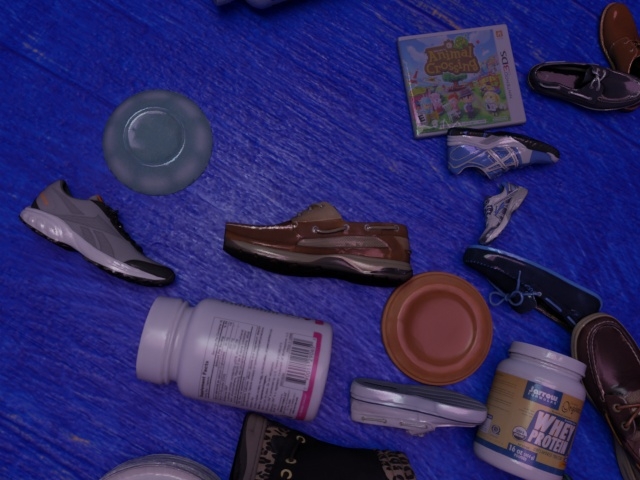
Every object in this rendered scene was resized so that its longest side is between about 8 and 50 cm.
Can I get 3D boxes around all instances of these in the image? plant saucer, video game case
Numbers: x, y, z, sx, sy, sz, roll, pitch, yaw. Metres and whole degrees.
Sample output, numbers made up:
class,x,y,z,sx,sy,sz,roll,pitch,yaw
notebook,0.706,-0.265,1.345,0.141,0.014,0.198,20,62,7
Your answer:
class,x,y,z,sx,sy,sz,roll,pitch,yaw
plant saucer,-0.287,-0.177,1.062,0.194,0.037,0.195,0,82,-4
plant saucer,0.206,0.152,1.057,0.199,0.037,0.200,1,83,-5
video game case,0.260,-0.295,1.125,0.212,0.023,0.194,-9,83,-5

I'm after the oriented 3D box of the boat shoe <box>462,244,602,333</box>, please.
class,x,y,z,sx,sy,sz,roll,pitch,yaw
boat shoe,0.361,0.088,1.043,0.258,0.109,0.089,24,85,1

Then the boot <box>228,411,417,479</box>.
class,x,y,z,sx,sy,sz,roll,pitch,yaw
boot,0.003,0.414,0.868,0.284,0.377,0.138,13,112,-8

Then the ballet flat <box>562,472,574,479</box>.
class,x,y,z,sx,sy,sz,roll,pitch,yaw
ballet flat,0.396,0.487,1.014,0.070,0.070,0.189,8,82,-3

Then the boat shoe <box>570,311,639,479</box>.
class,x,y,z,sx,sy,sz,roll,pitch,yaw
boat shoe,0.527,0.283,1.001,0.123,0.123,0.342,-20,93,-5

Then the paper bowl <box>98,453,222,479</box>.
class,x,y,z,sx,sy,sz,roll,pitch,yaw
paper bowl,-0.258,0.484,0.924,0.284,0.148,0.285,1,82,-5

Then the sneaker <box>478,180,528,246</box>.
class,x,y,z,sx,sy,sz,roll,pitch,yaw
sneaker,0.313,-0.049,1.090,0.058,0.052,0.135,34,74,10

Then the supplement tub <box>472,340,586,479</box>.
class,x,y,z,sx,sy,sz,roll,pitch,yaw
supplement tub,0.345,0.280,0.995,0.144,0.144,0.200,20,82,-1

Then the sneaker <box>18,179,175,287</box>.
class,x,y,z,sx,sy,sz,roll,pitch,yaw
sneaker,-0.357,-0.008,1.006,0.271,0.100,0.108,30,76,0

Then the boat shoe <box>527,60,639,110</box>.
class,x,y,z,sx,sy,sz,roll,pitch,yaw
boat shoe,0.478,-0.281,1.092,0.206,0.065,0.075,14,97,15

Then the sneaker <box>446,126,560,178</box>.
class,x,y,z,sx,sy,sz,roll,pitch,yaw
sneaker,0.324,-0.154,1.096,0.211,0.080,0.081,5,107,-5

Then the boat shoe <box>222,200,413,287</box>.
class,x,y,z,sx,sy,sz,roll,pitch,yaw
boat shoe,0.000,0.000,1.029,0.323,0.122,0.120,9,77,-11

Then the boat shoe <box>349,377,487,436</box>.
class,x,y,z,sx,sy,sz,roll,pitch,yaw
boat shoe,0.158,0.285,1.010,0.226,0.083,0.076,8,97,19

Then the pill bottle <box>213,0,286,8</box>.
class,x,y,z,sx,sy,sz,roll,pitch,yaw
pill bottle,-0.049,-0.519,1.051,0.322,0.181,0.182,-21,85,-7

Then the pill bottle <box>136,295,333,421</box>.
class,x,y,z,sx,sy,sz,roll,pitch,yaw
pill bottle,-0.132,0.181,0.965,0.282,0.160,0.161,12,82,-2

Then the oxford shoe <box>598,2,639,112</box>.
class,x,y,z,sx,sy,sz,roll,pitch,yaw
oxford shoe,0.577,-0.353,1.132,0.076,0.076,0.213,-8,82,-4
